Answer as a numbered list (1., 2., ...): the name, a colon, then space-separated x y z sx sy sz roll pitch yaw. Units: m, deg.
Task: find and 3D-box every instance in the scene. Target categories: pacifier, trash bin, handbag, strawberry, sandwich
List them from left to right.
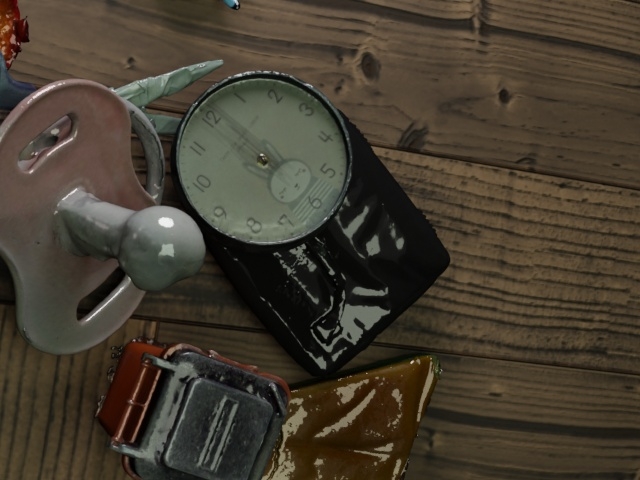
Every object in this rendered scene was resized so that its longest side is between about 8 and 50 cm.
1. strawberry: -0.398 -0.237 1.811 0.145 0.086 0.145 -17 126 -25
2. pacifier: -0.254 -0.017 1.808 0.220 0.273 0.332 -19 127 -6
3. trash bin: -0.168 0.191 1.862 0.184 0.239 0.161 22 86 -26
4. handbag: 0.000 0.000 2.010 0.244 0.088 0.275 -43 111 -14
5. sandwich: 0.021 0.221 2.040 0.212 0.063 0.245 25 82 -23

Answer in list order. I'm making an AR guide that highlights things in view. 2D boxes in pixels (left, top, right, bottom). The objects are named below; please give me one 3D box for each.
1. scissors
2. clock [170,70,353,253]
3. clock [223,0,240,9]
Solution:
1. scissors: -0.277 -0.136 1.879 0.383 0.029 0.256 -10 121 -30
2. clock: -0.067 -0.093 1.917 0.215 0.042 0.215 1 81 -8
3. clock: -0.143 -0.338 1.951 0.147 0.045 0.108 35 80 -22
